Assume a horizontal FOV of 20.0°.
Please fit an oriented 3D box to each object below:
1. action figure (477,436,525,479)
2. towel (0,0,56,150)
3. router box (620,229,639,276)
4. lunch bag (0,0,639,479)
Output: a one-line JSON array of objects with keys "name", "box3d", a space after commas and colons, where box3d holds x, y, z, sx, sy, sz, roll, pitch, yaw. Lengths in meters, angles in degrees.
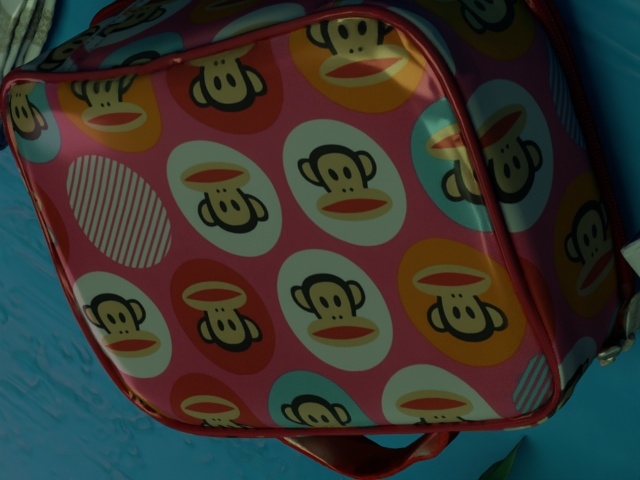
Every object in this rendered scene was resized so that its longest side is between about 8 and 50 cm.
[{"name": "action figure", "box3d": [0.033, 0.209, 0.911, 0.063, 0.232, 0.137, 34, 135, 15]}, {"name": "towel", "box3d": [-0.216, -0.201, 0.976, 0.209, 0.034, 0.285, 37, 135, 14]}, {"name": "router box", "box3d": [0.328, 0.034, 0.669, 0.301, 0.082, 0.335, 51, 136, -1]}, {"name": "lunch bag", "box3d": [0.000, 0.000, 0.878, 0.293, 0.120, 0.258, -3, 116, 39]}]
